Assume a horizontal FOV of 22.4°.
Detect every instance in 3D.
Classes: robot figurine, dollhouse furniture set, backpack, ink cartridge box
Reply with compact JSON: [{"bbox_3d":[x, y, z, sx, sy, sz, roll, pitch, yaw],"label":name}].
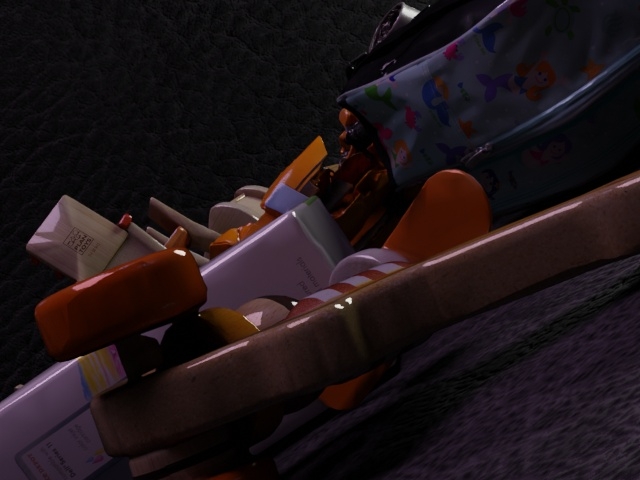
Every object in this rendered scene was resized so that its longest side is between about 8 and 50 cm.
[{"bbox_3d":[0.015,-0.022,1.377,0.291,0.085,0.211,-48,-26,-40],"label":"robot figurine"},{"bbox_3d":[-0.222,0.064,1.649,0.262,0.135,0.259,-57,-6,-25],"label":"dollhouse furniture set"},{"bbox_3d":[0.166,-0.134,1.238,0.225,0.191,0.253,-36,1,-38],"label":"backpack"},{"bbox_3d":[-0.124,0.118,1.079,0.353,0.119,0.207,-34,2,6],"label":"ink cartridge box"}]

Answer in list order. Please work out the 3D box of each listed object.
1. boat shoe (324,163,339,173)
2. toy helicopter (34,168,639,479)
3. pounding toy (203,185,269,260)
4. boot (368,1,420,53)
[{"bbox_3d":[0.000,0.000,1.699,0.098,0.096,0.277,-13,21,19],"label":"boat shoe"},{"bbox_3d":[0.050,0.032,0.818,0.355,0.140,0.235,-23,-3,18],"label":"toy helicopter"},{"bbox_3d":[-0.100,0.041,1.828,0.269,0.154,0.155,-33,3,32],"label":"pounding toy"},{"bbox_3d":[0.142,-0.142,1.482,0.189,0.208,0.076,156,136,-85],"label":"boot"}]
